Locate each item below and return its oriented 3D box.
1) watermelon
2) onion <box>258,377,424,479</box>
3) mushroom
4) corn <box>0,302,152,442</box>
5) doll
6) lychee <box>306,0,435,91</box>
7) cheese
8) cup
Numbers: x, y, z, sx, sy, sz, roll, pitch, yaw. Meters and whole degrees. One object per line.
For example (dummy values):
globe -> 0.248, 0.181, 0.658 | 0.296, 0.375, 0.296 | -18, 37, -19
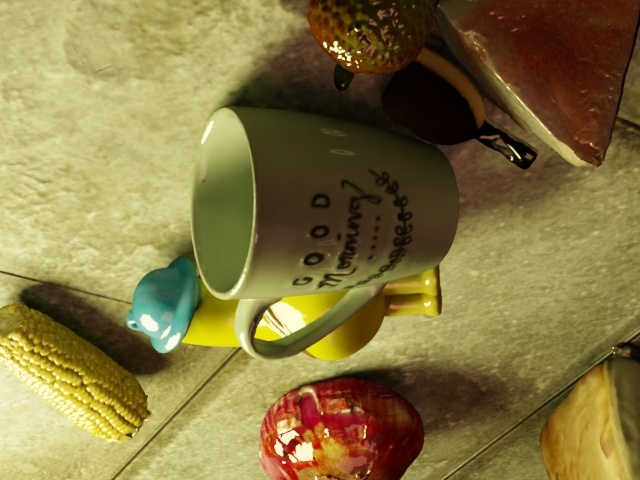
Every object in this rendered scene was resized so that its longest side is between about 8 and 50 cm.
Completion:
watermelon -> 0.224, -0.176, 1.127 | 0.207, 0.136, 0.202 | -22, 101, 24
onion -> 0.028, 0.297, 1.670 | 0.229, 0.163, 0.230 | 0, 145, 0
mushroom -> 0.447, 0.400, 1.710 | 0.224, 0.397, 0.314 | 10, 141, -21
corn -> -0.300, 0.161, 1.478 | 0.091, 0.091, 0.260 | -9, 142, 26
doll -> -0.043, 0.076, 1.391 | 0.362, 0.145, 0.199 | -6, 148, 6
lychee -> 0.044, -0.198, 1.076 | 0.114, 0.114, 0.146 | 11, 127, -25
cheese -> 0.140, -0.121, 1.198 | 0.162, 0.036, 0.086 | 33, 133, 2
cup -> 0.000, 0.000, 1.237 | 0.234, 0.186, 0.258 | 3, 110, -25
